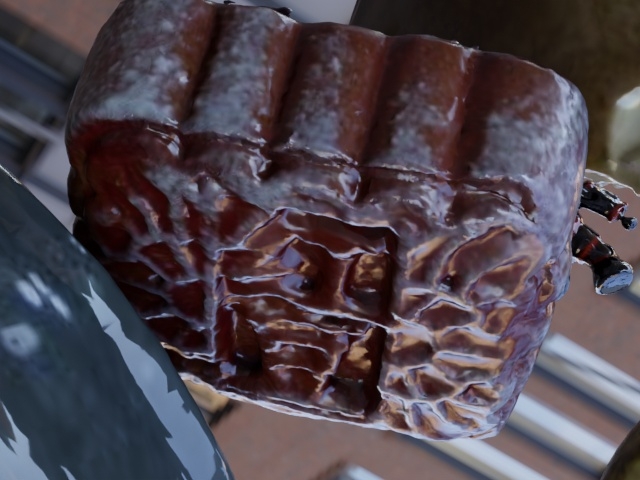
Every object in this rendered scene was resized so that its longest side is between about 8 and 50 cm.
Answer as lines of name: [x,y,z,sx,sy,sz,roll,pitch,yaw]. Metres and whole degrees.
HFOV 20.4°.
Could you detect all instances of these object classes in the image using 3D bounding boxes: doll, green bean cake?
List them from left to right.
green bean cake: [0.000,0.000,0.492,0.135,0.136,0.056,94,9,-54]
doll: [0.170,-0.063,1.425,0.088,0.127,0.248,-45,-134,35]

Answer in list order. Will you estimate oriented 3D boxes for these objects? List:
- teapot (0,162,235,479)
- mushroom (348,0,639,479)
teapot: [-0.246,0.110,0.475,0.362,0.376,0.305,-44,-171,-27]
mushroom: [0.129,-0.048,0.637,0.233,0.208,0.301,-30,147,-11]
